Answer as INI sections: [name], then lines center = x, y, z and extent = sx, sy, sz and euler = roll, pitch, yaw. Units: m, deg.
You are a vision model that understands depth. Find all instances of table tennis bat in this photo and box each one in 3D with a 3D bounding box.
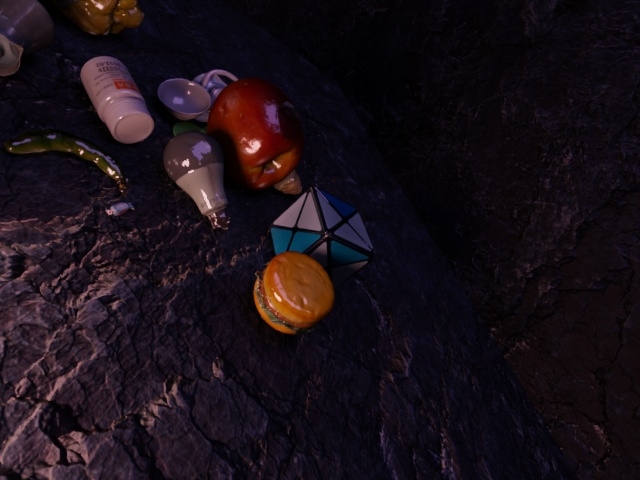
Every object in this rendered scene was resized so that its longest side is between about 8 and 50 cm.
[table tennis bat]
center = -0.449, -0.394, 1.613
extent = 0.160, 0.039, 0.257
euler = 42, 33, -8

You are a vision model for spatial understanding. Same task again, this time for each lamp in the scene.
[lamp]
center = -0.379, -0.186, 1.325
extent = 0.182, 0.182, 0.313
euler = 5, 68, -52

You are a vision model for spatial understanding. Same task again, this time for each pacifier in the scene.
[pacifier]
center = -0.426, -0.570, 1.767
extent = 0.279, 0.227, 0.207
euler = 21, -3, -41

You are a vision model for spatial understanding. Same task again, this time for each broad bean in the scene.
[broad bean]
center = -0.631, -0.219, 1.108
extent = 0.292, 0.049, 0.143
euler = 24, 36, -37

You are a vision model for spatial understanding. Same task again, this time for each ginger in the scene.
[ginger]
center = -0.151, -0.266, 1.816
extent = 0.122, 0.115, 0.193
euler = 47, 10, -52

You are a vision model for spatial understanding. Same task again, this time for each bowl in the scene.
[bowl]
center = -0.507, -0.504, 1.594
extent = 0.189, 0.086, 0.188
euler = 13, 53, -17

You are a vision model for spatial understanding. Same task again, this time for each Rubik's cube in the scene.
[Rubik's cube]
center = 0.000, 0.000, 1.493
extent = 0.250, 0.248, 0.246
euler = 24, 34, -38

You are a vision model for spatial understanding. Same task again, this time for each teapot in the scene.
[teapot]
center = -0.851, -0.556, 1.148
extent = 0.204, 0.170, 0.225
euler = 4, 48, -9

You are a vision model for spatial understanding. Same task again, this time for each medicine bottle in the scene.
[medicine bottle]
center = -0.615, -0.424, 1.306
extent = 0.145, 0.144, 0.251
euler = 0, 54, -55

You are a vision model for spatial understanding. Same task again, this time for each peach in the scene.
[peach]
center = -0.221, -0.399, 1.582
extent = 0.335, 0.310, 0.404
euler = 7, 68, -46

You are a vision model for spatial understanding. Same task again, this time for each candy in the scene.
[candy]
center = -0.517, -0.081, 1.116
extent = 0.030, 0.020, 0.083
euler = 46, 28, 1

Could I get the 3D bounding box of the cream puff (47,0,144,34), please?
[cream puff]
center = -0.812, -0.934, 1.560
extent = 0.379, 0.275, 0.378
euler = 32, 30, -21

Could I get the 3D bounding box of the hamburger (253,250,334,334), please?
[hamburger]
center = -0.089, 0.160, 1.242
extent = 0.246, 0.170, 0.245
euler = 23, 45, -25
